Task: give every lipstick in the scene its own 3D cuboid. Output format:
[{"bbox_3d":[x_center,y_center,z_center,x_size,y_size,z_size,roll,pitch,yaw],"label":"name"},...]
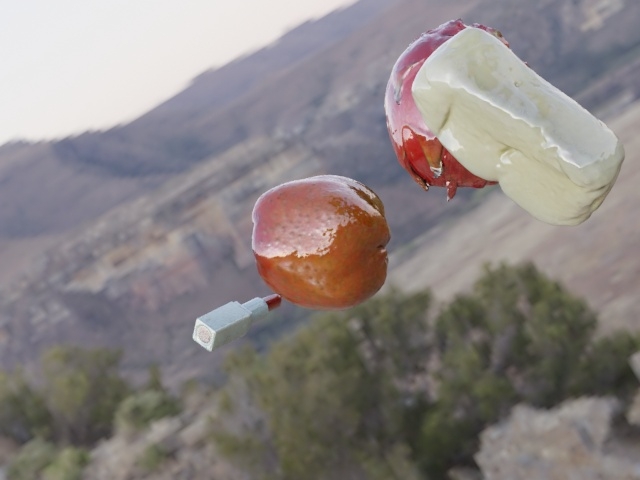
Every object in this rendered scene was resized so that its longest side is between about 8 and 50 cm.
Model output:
[{"bbox_3d":[-0.084,0.082,1.820,0.129,0.030,0.030,-26,-40,-45],"label":"lipstick"}]

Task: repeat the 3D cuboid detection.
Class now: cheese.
[{"bbox_3d":[0.223,-0.130,1.893,0.093,0.263,0.159,-46,-13,-27],"label":"cheese"}]

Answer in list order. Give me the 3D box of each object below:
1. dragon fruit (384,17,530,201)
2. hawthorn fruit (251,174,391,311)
[{"bbox_3d":[0.205,-0.194,2.412,0.241,0.241,0.252,-37,-37,-59],"label":"dragon fruit"},{"bbox_3d":[0.000,0.000,2.062,0.189,0.189,0.189,-31,3,2],"label":"hawthorn fruit"}]
